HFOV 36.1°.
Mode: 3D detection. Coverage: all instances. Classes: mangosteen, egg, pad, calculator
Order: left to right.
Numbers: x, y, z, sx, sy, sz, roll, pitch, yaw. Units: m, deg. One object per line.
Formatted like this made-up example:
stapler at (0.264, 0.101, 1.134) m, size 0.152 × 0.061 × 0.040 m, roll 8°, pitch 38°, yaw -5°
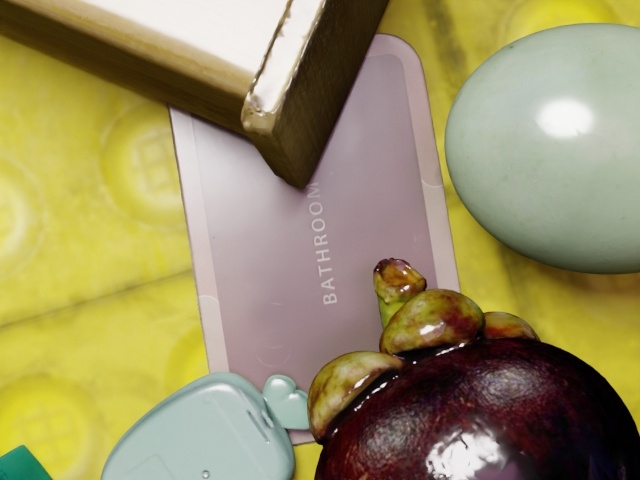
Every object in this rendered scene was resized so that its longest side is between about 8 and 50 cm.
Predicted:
calculator at (-0.073, 0.141, 0.639) m, size 0.153 × 0.021 × 0.095 m, roll -34°, pitch 90°, yaw 3°
pad at (0.000, 0.000, 0.657) m, size 0.176 × 0.002 × 0.266 m, roll -9°, pitch 89°, yaw -2°
mangosteen at (0.077, 0.121, 0.575) m, size 0.194 × 0.194 × 0.230 m, roll -31°, pitch 70°, yaw -2°
egg at (0.171, -0.054, 0.591) m, size 0.193 × 0.149 × 0.149 m, roll 7°, pitch 88°, yaw 0°

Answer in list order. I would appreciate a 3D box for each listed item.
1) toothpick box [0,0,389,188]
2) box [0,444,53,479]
toothpick box at (-0.119, -0.183, 0.575) m, size 0.308 × 0.190 × 0.187 m, roll 23°, pitch 87°, yaw 5°
box at (-0.269, 0.213, 0.564) m, size 0.226 × 0.161 × 0.042 m, roll -39°, pitch 90°, yaw -2°
